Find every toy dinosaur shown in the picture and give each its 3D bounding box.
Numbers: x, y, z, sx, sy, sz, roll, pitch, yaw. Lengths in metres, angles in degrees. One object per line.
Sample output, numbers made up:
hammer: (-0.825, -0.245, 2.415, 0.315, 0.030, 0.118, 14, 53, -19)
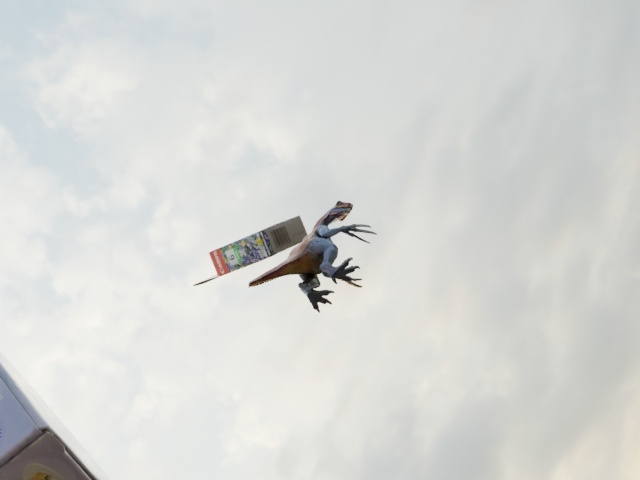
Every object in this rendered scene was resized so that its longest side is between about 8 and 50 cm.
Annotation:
toy dinosaur: (0.000, 0.000, 0.448, 0.090, 0.082, 0.047, 19, -63, -27)

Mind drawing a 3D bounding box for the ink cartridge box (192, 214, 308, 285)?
ink cartridge box: (-0.075, 0.011, 0.755, 0.063, 0.115, 0.029, -25, -87, -56)

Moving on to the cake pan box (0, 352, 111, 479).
cake pan box: (-0.195, 0.176, 0.546, 0.070, 0.246, 0.266, -39, -51, -20)
